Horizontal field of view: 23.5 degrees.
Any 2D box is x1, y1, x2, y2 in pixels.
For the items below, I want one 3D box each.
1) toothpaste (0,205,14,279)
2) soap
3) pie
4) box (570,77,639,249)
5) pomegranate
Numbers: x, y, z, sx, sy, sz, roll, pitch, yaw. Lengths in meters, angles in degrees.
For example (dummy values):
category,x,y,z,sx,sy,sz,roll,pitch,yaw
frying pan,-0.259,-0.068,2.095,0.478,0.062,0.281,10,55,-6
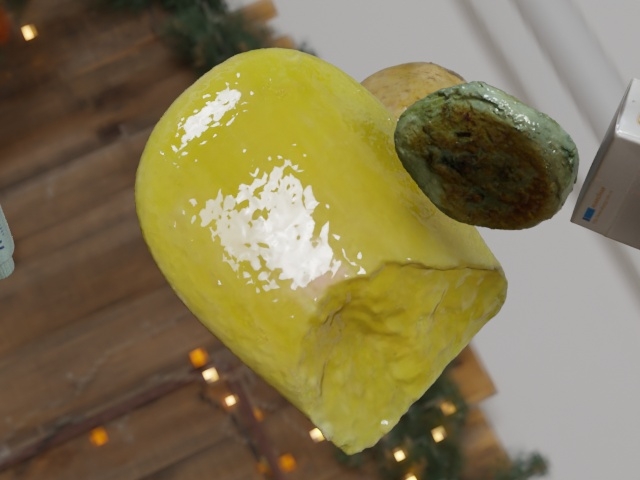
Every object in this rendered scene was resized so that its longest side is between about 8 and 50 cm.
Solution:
category,x,y,z,sx,sy,sz,roll,pitch,yaw
toothpaste,-0.355,-0.054,1.535,0.048,0.075,0.297,46,-20,30
soap,0.001,0.001,1.628,0.427,0.306,0.115,47,-11,-14
pie,0.162,-0.079,1.524,0.187,0.041,0.187,15,-39,13
box,0.338,-0.031,1.276,0.233,0.067,0.149,22,-31,5
pomegranate,0.115,-0.116,2.086,0.260,0.260,0.260,61,-12,23
